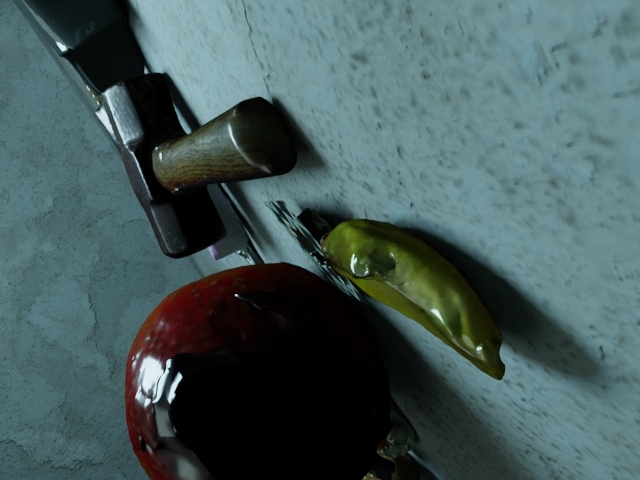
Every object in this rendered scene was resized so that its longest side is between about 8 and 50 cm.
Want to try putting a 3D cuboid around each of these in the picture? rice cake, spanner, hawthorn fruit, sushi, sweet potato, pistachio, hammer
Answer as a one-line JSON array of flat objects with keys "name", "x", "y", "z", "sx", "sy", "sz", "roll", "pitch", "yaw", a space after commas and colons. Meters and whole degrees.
[{"name": "rice cake", "x": -0.230, "y": -0.134, "z": 0.820, "sx": 0.365, "sy": 0.072, "sz": 0.056, "roll": 57, "pitch": 164, "yaw": -1}, {"name": "spanner", "x": -0.082, "y": 0.077, "z": 0.898, "sx": 0.326, "sy": 0.026, "sz": 0.093, "roll": 53, "pitch": 163, "yaw": 1}, {"name": "hawthorn fruit", "x": -0.069, "y": 0.161, "z": 0.573, "sx": 0.316, "sy": 0.315, "sz": 0.316, "roll": 49, "pitch": 163, "yaw": 21}, {"name": "sushi", "x": 0.000, "y": 0.000, "z": 0.500, "sx": 0.120, "sy": 0.026, "sz": 0.126, "roll": 50, "pitch": 171, "yaw": -10}, {"name": "sweet potato", "x": 0.099, "y": 0.378, "z": 0.852, "sx": 0.109, "sy": 0.109, "sz": 0.385, "roll": 54, "pitch": 176, "yaw": 3}, {"name": "pistachio", "x": 0.057, "y": 0.023, "z": 0.344, "sx": 0.089, "sy": 0.049, "sz": 0.173, "roll": 38, "pitch": 176, "yaw": -40}, {"name": "hammer", "x": -0.144, "y": -0.091, "z": 0.588, "sx": 0.408, "sy": 0.095, "sz": 0.243, "roll": 5, "pitch": 118, "yaw": 62}]

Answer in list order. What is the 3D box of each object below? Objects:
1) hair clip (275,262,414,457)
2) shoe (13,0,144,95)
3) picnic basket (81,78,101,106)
[{"name": "hair clip", "x": 0.000, "y": 0.186, "z": 0.758, "sx": 0.321, "sy": 0.091, "sz": 0.138, "roll": 49, "pitch": 160, "yaw": 14}, {"name": "shoe", "x": -0.285, "y": -0.264, "z": 0.653, "sx": 0.093, "sy": 0.108, "sz": 0.241, "roll": 44, "pitch": 168, "yaw": 28}, {"name": "picnic basket", "x": -0.440, "y": -0.310, "z": 1.084, "sx": 0.193, "sy": 0.054, "sz": 0.110, "roll": 23, "pitch": 146, "yaw": 61}]
